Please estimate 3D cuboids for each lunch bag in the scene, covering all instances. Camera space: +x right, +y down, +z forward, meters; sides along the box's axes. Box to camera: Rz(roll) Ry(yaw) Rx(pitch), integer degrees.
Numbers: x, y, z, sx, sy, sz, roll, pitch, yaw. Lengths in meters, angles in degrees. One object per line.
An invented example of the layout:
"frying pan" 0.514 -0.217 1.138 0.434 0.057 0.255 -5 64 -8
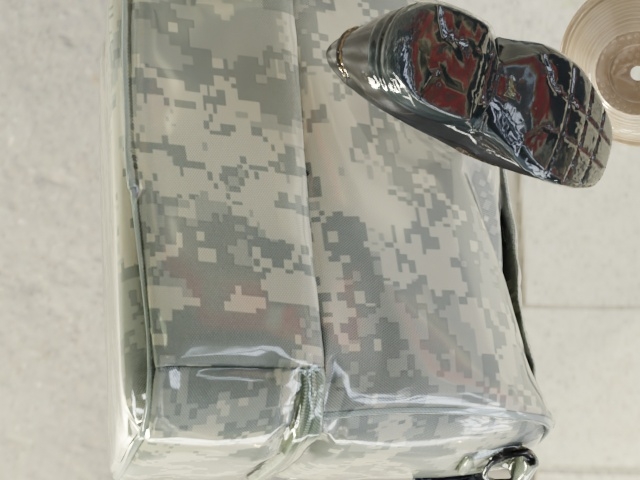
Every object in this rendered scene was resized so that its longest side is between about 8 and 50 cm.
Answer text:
"lunch bag" 0.000 0.000 0.897 0.256 0.305 0.212 -1 159 -11

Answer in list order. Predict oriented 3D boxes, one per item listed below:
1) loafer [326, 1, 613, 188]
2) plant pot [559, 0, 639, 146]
"loafer" 0.077 -0.070 0.720 0.170 0.062 0.061 26 168 -40
"plant pot" 0.441 -0.237 2.051 0.237 0.110 0.237 4 107 15
